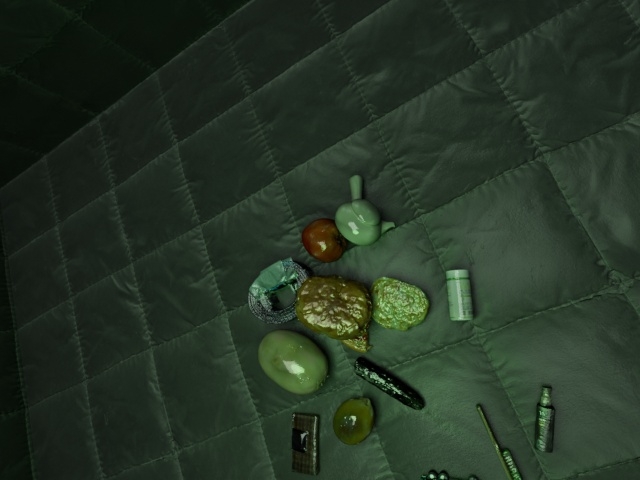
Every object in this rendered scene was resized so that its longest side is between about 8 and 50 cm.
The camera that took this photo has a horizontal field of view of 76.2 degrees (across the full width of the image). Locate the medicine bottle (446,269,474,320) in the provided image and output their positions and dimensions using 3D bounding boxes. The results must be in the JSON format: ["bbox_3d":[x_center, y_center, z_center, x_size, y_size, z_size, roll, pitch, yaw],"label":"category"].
[{"bbox_3d":[0.521,0.204,1.526,0.085,0.086,0.184,-6,79,22],"label":"medicine bottle"}]

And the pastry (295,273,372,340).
[{"bbox_3d":[0.056,0.263,1.623,0.310,0.162,0.255,19,70,18],"label":"pastry"}]

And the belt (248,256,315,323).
[{"bbox_3d":[-0.166,0.228,1.797,0.324,0.122,0.261,-29,79,18],"label":"belt"}]

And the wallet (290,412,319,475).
[{"bbox_3d":[-0.064,0.842,1.694,0.124,0.042,0.231,-3,82,20],"label":"wallet"}]

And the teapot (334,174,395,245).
[{"bbox_3d":[0.145,-0.126,1.680,0.318,0.219,0.149,57,130,25],"label":"teapot"}]

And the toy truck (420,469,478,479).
[{"bbox_3d":[0.460,0.899,1.432,0.215,0.110,0.117,-6,92,21],"label":"toy truck"}]

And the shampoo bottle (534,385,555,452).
[{"bbox_3d":[0.759,0.599,1.377,0.057,0.063,0.208,4,85,34],"label":"shampoo bottle"}]

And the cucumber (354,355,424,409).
[{"bbox_3d":[0.263,0.556,1.584,0.303,0.081,0.072,26,63,25],"label":"cucumber"}]

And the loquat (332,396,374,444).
[{"bbox_3d":[0.133,0.694,1.581,0.152,0.152,0.195,37,105,24],"label":"loquat"}]

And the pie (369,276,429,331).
[{"bbox_3d":[0.301,0.253,1.611,0.247,0.090,0.201,18,99,25],"label":"pie"}]

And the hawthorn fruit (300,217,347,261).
[{"bbox_3d":[0.000,0.000,1.734,0.225,0.196,0.197,-1,81,38],"label":"hawthorn fruit"}]

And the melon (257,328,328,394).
[{"bbox_3d":[-0.110,0.495,1.674,0.316,0.223,0.223,28,93,24],"label":"melon"}]

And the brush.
[{"bbox_3d":[0.622,0.712,1.418,0.048,0.054,0.283,-25,72,8],"label":"brush"}]

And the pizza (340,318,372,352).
[{"bbox_3d":[0.149,0.345,1.675,0.188,0.062,0.199,26,90,22],"label":"pizza"}]
